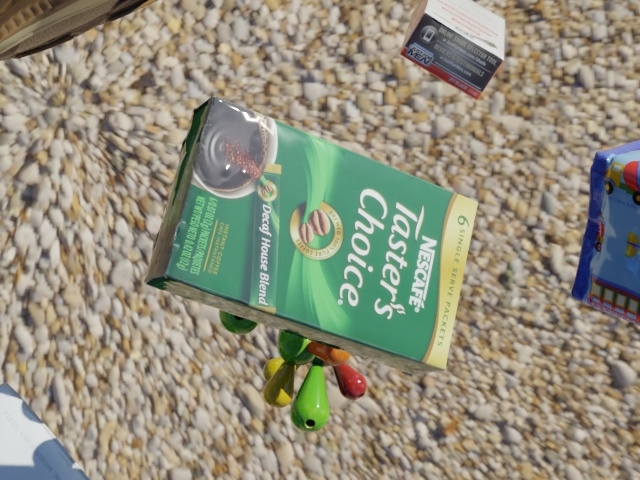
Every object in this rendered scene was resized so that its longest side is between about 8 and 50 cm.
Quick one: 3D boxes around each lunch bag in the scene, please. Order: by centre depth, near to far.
[{"bbox_3d":[0.384,-0.017,1.011,0.293,0.221,0.138,-25,128,-43],"label":"lunch bag"}]

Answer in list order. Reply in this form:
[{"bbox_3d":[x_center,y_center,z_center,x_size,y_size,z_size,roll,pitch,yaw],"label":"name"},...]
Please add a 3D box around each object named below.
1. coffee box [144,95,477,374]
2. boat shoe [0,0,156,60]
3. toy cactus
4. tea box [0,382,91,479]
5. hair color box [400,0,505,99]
[{"bbox_3d":[0.000,0.000,0.712,0.184,0.040,0.113,22,71,-23],"label":"coffee box"},{"bbox_3d":[-0.277,-0.214,1.132,0.341,0.123,0.123,-23,73,7],"label":"boat shoe"},{"bbox_3d":[-0.003,0.020,0.888,0.180,0.112,0.219,-24,94,-49],"label":"toy cactus"},{"bbox_3d":[-0.311,0.343,0.989,0.323,0.329,0.220,-35,70,-25],"label":"tea box"},{"bbox_3d":[0.138,-0.210,1.262,0.093,0.167,0.053,30,113,-4],"label":"hair color box"}]
